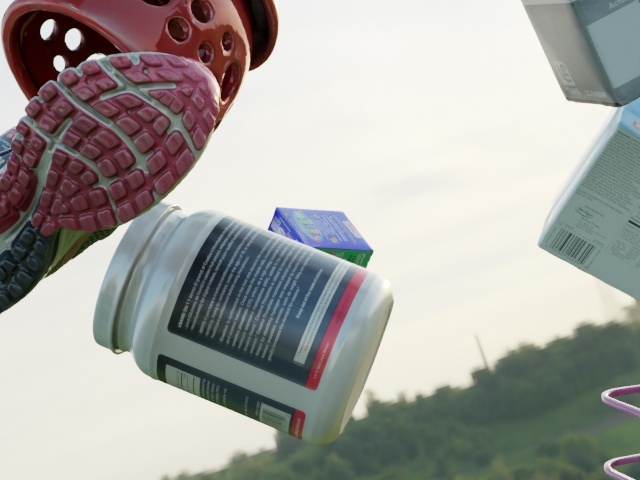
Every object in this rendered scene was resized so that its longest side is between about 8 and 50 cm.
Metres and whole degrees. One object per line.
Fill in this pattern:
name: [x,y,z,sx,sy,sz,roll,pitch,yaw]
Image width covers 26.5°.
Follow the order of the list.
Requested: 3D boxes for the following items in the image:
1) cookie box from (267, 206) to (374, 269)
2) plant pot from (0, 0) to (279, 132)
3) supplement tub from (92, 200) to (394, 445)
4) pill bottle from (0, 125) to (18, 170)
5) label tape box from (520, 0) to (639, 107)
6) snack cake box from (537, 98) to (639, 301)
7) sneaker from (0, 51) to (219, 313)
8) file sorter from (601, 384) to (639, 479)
cookie box: [0.000,0.000,1.741,0.107,0.092,0.040,3,-56,-34]
plant pot: [-0.145,-0.173,1.151,0.174,0.191,0.191,-53,12,-33]
supplement tub: [-0.077,0.082,1.415,0.272,0.191,0.191,22,-5,8]
pill bottle: [-0.493,-0.081,2.033,0.180,0.108,0.108,-41,2,-26]
label tape box: [0.231,-0.298,0.986,0.241,0.333,0.106,-29,13,-6]
snack cake box: [0.347,-0.006,1.204,0.152,0.264,0.089,-62,-1,37]
sneaker: [-0.192,-0.056,1.068,0.299,0.121,0.112,-33,6,31]
file sorter: [0.368,0.276,1.214,0.182,0.290,0.202,-6,7,-18]
